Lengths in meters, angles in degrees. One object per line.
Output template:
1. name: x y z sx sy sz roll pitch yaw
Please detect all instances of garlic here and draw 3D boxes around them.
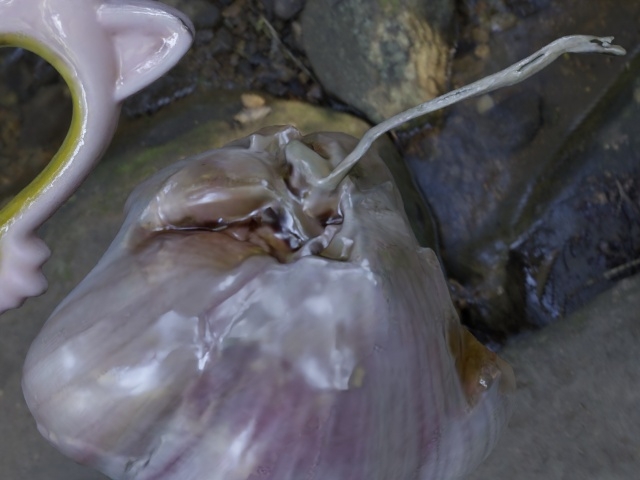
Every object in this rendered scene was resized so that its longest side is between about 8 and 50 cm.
1. garlic: 0.000 0.000 0.452 0.207 0.207 0.257 38 98 32

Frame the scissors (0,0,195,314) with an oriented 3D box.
1. scissors: -0.188 0.002 0.306 0.317 0.160 0.024 -38 20 4
